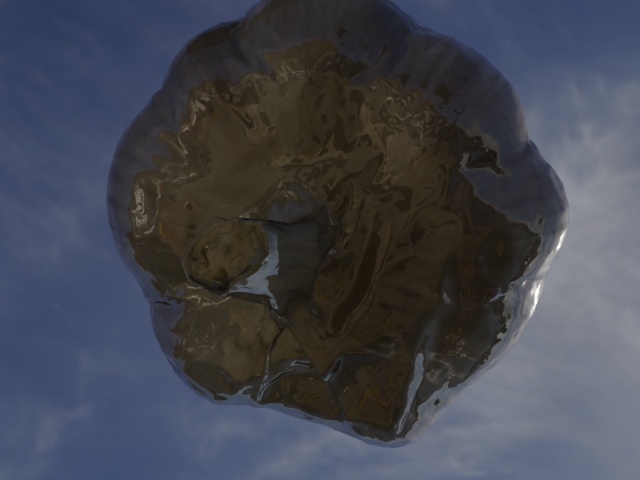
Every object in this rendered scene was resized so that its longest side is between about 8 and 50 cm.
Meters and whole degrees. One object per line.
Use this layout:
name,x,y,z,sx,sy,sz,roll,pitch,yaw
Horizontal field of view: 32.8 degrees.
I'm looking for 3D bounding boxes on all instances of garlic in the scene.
garlic,0.000,0.000,0.466,0.218,0.212,0.218,1,-80,8
